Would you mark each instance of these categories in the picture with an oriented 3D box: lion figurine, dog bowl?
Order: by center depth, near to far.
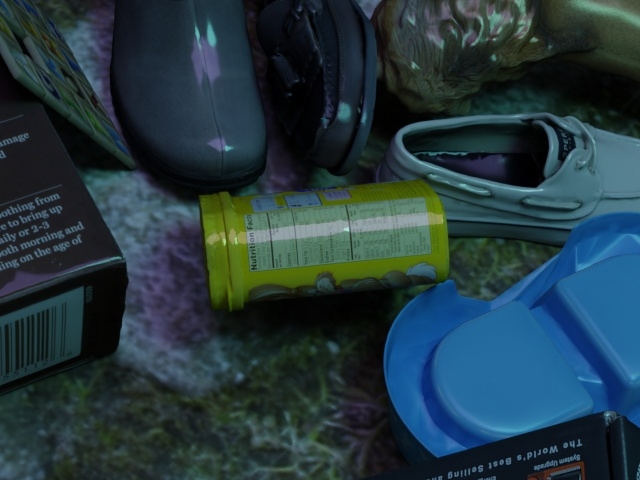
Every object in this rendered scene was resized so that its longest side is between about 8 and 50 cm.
[{"bbox_3d":[0.178,0.090,1.208,0.297,0.074,0.166,-23,63,-22],"label":"dog bowl"},{"bbox_3d":[0.237,-0.178,1.352,0.392,0.142,0.240,8,46,1],"label":"lion figurine"}]

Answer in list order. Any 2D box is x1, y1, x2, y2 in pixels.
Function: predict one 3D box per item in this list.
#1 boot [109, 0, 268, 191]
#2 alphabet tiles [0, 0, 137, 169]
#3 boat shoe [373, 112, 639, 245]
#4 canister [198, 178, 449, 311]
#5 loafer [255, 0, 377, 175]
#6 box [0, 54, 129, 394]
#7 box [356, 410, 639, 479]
[{"bbox_3d":[-0.109,-0.223,1.276,0.118,0.223,0.338,-9,58,-17],"label":"boot"},{"bbox_3d":[-0.231,-0.175,1.248,0.009,0.198,0.237,-34,67,6],"label":"alphabet tiles"},{"bbox_3d":[0.177,-0.059,1.298,0.267,0.088,0.096,3,56,-8],"label":"boat shoe"},{"bbox_3d":[0.000,0.000,1.198,0.170,0.126,0.073,-6,102,-5],"label":"canister"},{"bbox_3d":[-0.021,-0.174,1.324,0.095,0.109,0.302,13,46,-19],"label":"loafer"},{"bbox_3d":[-0.306,-0.066,1.189,0.191,0.143,0.381,-20,64,-22],"label":"box"},{"bbox_3d":[0.014,0.292,0.891,0.395,0.097,0.318,-19,53,29],"label":"box"}]
